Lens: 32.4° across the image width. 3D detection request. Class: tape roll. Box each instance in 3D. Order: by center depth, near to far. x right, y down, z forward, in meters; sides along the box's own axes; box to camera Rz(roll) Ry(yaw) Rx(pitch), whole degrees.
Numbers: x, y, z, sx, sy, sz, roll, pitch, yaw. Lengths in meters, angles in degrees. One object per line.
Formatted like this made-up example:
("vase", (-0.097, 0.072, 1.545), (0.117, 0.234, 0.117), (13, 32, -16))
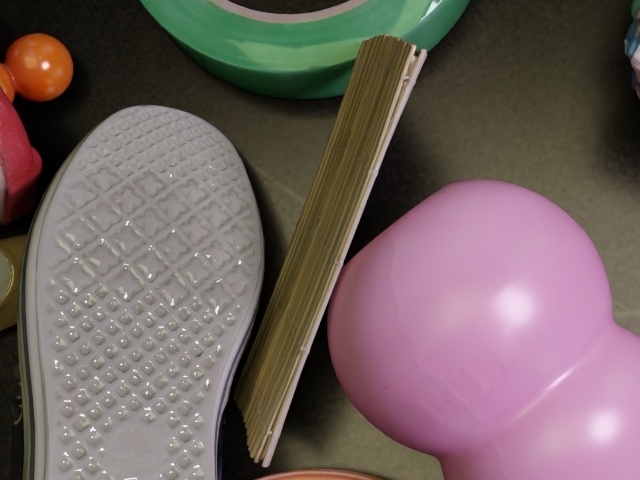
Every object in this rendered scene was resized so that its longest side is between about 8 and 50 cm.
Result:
("tape roll", (-0.014, -0.284, 0.941), (0.321, 0.077, 0.322), (-2, 79, 8))

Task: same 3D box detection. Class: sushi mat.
("sushi mat", (0.000, 0.000, 0.817), (0.019, 0.151, 0.317), (19, 99, -12))

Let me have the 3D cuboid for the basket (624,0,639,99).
("basket", (0.337, -0.215, 0.780), (0.201, 0.254, 0.289), (33, 98, 16))

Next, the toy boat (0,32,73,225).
("toy boat", (-0.285, -0.135, 0.943), (0.151, 0.151, 0.231), (-27, 75, -28))

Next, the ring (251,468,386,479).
("ring", (0.000, 0.346, 0.844), (0.336, 0.032, 0.337), (-2, 79, 10))

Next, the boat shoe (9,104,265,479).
("boat shoe", (-0.147, 0.118, 0.827), (0.186, 0.156, 0.501), (11, 59, -20))

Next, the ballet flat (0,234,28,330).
("ballet flat", (-0.326, 0.050, 0.931), (0.232, 0.073, 0.080), (-19, 77, 5))

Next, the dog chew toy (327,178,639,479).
("dog chew toy", (0.155, 0.121, 0.781), (0.206, 0.206, 0.332), (-38, 84, 1))
